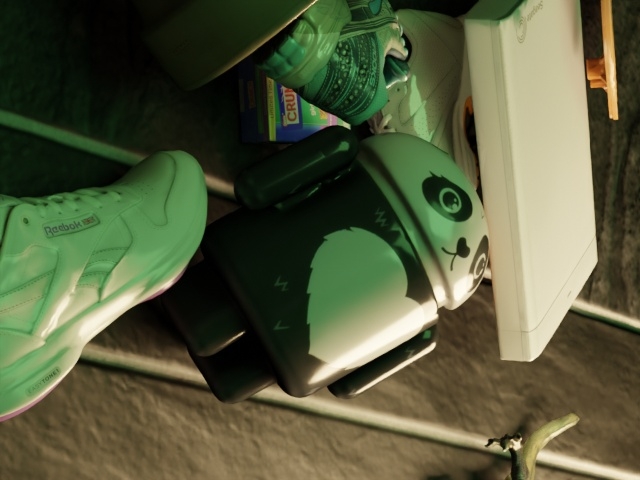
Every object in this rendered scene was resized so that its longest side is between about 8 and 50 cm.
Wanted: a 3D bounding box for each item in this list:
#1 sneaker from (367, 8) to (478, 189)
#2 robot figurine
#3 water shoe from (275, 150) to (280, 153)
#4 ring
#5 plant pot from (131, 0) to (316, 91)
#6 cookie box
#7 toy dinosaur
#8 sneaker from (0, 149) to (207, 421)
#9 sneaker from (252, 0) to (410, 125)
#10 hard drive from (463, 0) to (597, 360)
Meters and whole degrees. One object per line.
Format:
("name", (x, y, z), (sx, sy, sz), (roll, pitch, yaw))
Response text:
("sneaker", (0.084, -0.097, 1.799), (0.121, 0.099, 0.262), (11, 80, -25))
("robot figurine", (0.009, 0.025, 1.587), (0.278, 0.209, 0.173), (-29, 74, -7))
("water shoe", (0.000, 0.000, 1.717), (0.080, 0.073, 0.203), (-14, 113, -7))
("ring", (0.282, -0.291, 1.934), (0.336, 0.032, 0.336), (-3, 90, -81))
("plant pot", (-0.084, -0.327, 1.511), (0.280, 0.323, 0.323), (47, 54, -12))
("cookie box", (-0.024, -0.132, 1.710), (0.107, 0.040, 0.092), (-2, 88, -45))
("toy dinosaur", (0.188, 0.259, 1.886), (0.118, 0.064, 0.268), (51, 51, -38))
("sneaker", (-0.200, 0.003, 1.463), (0.305, 0.114, 0.152), (-47, 120, -38))
("sneaker", (0.020, -0.178, 1.647), (0.122, 0.110, 0.283), (42, 26, -12))
("hard drive", (0.214, -0.091, 1.852), (0.233, 0.047, 0.353), (-48, 135, -54))
